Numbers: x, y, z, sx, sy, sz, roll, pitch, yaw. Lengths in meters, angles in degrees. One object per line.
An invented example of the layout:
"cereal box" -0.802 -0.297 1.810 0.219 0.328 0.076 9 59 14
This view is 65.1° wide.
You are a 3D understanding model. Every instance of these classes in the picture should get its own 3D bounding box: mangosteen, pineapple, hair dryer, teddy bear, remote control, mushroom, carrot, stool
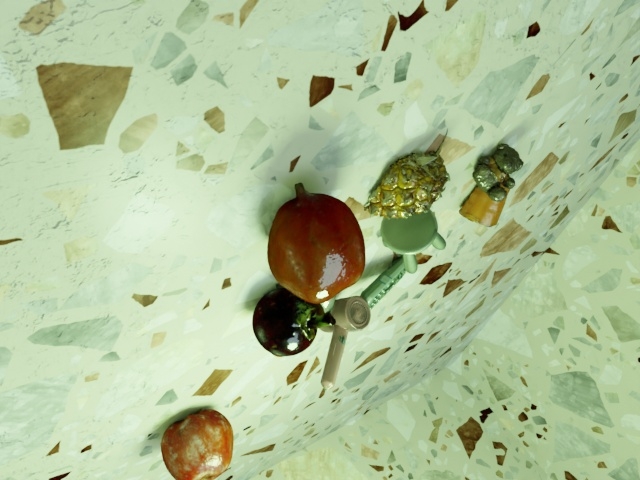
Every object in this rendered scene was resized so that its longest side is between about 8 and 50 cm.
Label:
"mangosteen" -0.084 0.260 1.634 0.289 0.231 0.231 -16 171 43
"pineapple" 0.303 -0.180 1.574 0.334 0.161 0.158 -30 147 -10
"hair dryer" 0.047 0.381 1.855 0.125 0.352 0.210 32 150 -27
"teddy bear" 0.669 -0.267 1.895 0.190 0.177 0.140 -45 -165 12
"remote control" 0.252 0.174 2.017 0.335 0.065 0.128 -37 153 -40
"mushroom" 0.018 0.175 1.817 0.116 0.093 0.225 -43 150 -44
"carrot" 0.679 -0.179 2.012 0.159 0.159 0.225 -7 129 -43
"stool" 0.325 -0.011 1.788 0.195 0.195 0.199 -39 152 -1

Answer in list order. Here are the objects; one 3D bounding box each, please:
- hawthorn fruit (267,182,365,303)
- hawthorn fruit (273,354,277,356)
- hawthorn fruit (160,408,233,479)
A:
"hawthorn fruit" -0.007 0.017 1.372 0.295 0.295 0.311 -20 149 -29
"hawthorn fruit" -0.144 0.368 1.860 0.128 0.128 0.128 -28 148 -19
"hawthorn fruit" -0.476 0.804 1.957 0.284 0.284 0.284 -28 148 -19
